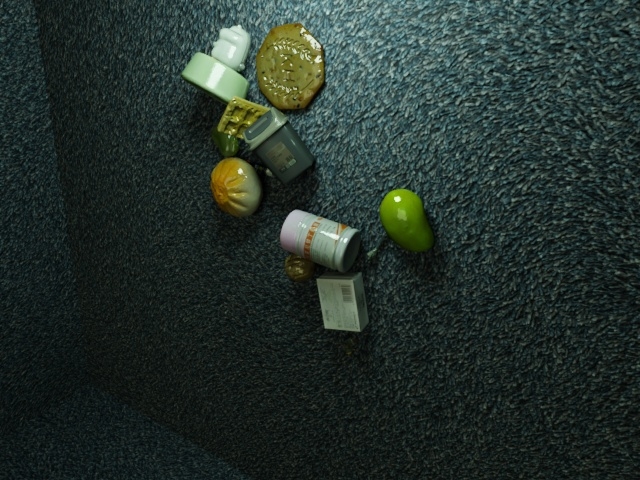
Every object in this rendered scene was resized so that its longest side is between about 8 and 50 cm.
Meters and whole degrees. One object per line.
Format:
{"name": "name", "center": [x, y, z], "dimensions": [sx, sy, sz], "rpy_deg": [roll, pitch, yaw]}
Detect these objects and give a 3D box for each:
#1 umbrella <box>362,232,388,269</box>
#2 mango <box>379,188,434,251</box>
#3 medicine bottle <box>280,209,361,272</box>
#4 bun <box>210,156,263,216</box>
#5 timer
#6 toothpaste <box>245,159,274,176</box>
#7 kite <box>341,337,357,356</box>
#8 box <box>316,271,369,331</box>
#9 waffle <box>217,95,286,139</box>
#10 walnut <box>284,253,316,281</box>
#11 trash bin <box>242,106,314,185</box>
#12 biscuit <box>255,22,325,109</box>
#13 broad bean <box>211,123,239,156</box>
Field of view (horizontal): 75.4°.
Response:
{"name": "umbrella", "center": [0.247, 0.026, 1.806], "dimensions": [0.044, 0.044, 0.269], "rpy_deg": [22, 118, -9]}
{"name": "mango", "center": [0.338, -0.073, 1.658], "dimensions": [0.185, 0.149, 0.273], "rpy_deg": [-14, 104, 30]}
{"name": "medicine bottle", "center": [0.000, 0.000, 1.840], "dimensions": [0.315, 0.202, 0.202], "rpy_deg": [19, 115, 23]}
{"name": "bun", "center": [-0.431, -0.246, 2.007], "dimensions": [0.298, 0.164, 0.299], "rpy_deg": [16, 118, 33]}
{"name": "timer", "center": [-0.411, -0.778, 1.805], "dimensions": [0.290, 0.290, 0.315], "rpy_deg": [30, 98, 18]}
{"name": "toothpaste", "center": [-0.292, -0.339, 1.990], "dimensions": [0.193, 0.045, 0.071], "rpy_deg": [17, 116, 30]}
{"name": "kite", "center": [0.143, 0.526, 2.050], "dimensions": [0.090, 0.004, 0.122], "rpy_deg": [24, 117, 22]}
{"name": "box", "center": [0.105, 0.281, 1.928], "dimensions": [0.194, 0.111, 0.261], "rpy_deg": [0, 108, 30]}
{"name": "waffle", "center": [-0.300, -0.520, 1.816], "dimensions": [0.168, 0.274, 0.057], "rpy_deg": [-54, 45, 32]}
{"name": "walnut", "center": [-0.093, 0.121, 1.973], "dimensions": [0.166, 0.149, 0.167], "rpy_deg": [-17, 64, 37]}
{"name": "trash bin", "center": [-0.176, -0.402, 1.783], "dimensions": [0.209, 0.182, 0.290], "rpy_deg": [-35, 107, 16]}
{"name": "biscuit", "center": [-0.134, -0.735, 1.766], "dimensions": [0.359, 0.046, 0.359], "rpy_deg": [9, 110, 26]}
{"name": "broad bean", "center": [-0.463, -0.484, 2.011], "dimensions": [0.124, 0.082, 0.175], "rpy_deg": [-34, 90, 35]}
